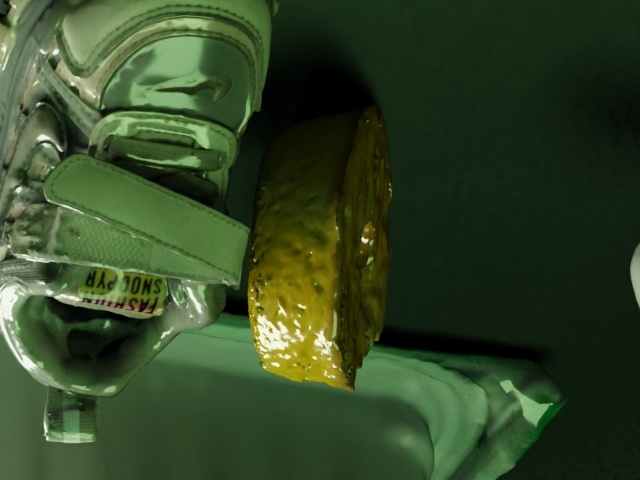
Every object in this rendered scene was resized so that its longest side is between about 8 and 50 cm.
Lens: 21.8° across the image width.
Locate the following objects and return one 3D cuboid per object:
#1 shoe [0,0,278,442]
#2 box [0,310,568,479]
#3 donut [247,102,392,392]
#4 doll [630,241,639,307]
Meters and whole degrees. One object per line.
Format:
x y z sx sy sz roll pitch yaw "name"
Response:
-0.069 -0.014 0.544 0.089 0.092 0.180 9 135 -25 "shoe"
-0.089 0.142 0.722 0.336 0.106 0.264 10 136 -27 "box"
0.000 0.000 0.583 0.043 0.097 0.108 2 -174 8 "donut"
0.264 -0.025 0.614 0.252 0.111 0.237 -38 150 25 "doll"
